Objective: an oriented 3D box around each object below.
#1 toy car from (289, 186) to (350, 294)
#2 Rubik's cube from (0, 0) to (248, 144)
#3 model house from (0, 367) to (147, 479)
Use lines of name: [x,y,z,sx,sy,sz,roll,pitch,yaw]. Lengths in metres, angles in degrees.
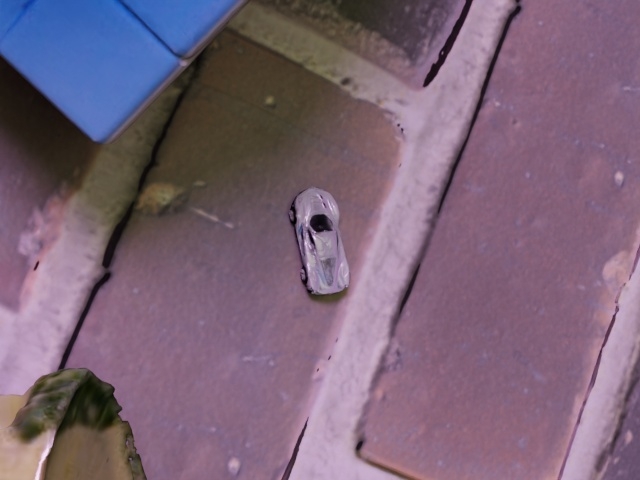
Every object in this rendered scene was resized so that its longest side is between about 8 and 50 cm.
toy car: [0.000,0.000,0.977,0.041,0.025,0.093,-11,89,-22]
Rubik's cube: [-0.115,-0.296,0.758,0.292,0.290,0.291,44,33,-9]
model house: [-0.281,0.252,0.771,0.266,0.261,0.321,4,65,5]
